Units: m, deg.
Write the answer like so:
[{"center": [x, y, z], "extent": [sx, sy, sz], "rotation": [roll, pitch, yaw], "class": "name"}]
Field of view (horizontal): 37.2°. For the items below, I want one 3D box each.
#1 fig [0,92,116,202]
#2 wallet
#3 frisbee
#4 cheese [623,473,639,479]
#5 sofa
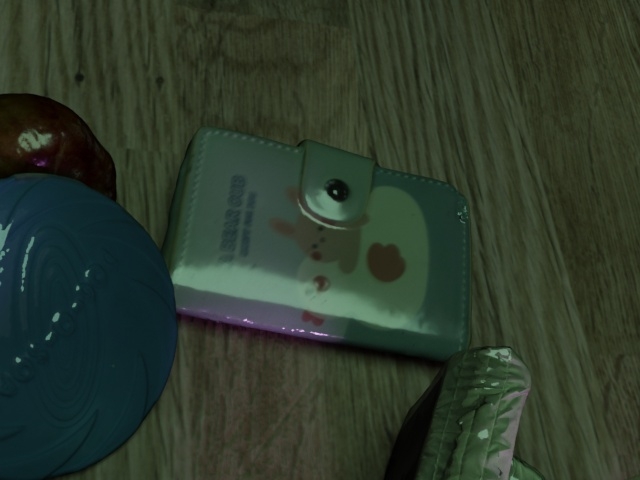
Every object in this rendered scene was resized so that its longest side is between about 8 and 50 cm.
[{"center": [-0.337, -0.099, 1.011], "extent": [0.274, 0.170, 0.145], "rotation": [34, 79, 35], "class": "fig"}, {"center": [0.000, 0.000, 1.099], "extent": [0.360, 0.083, 0.252], "rotation": [13, 60, -12], "class": "wallet"}, {"center": [-0.253, 0.081, 0.881], "extent": [0.289, 0.049, 0.289], "rotation": [2, 87, -38], "class": "frisbee"}, {"center": [0.326, 0.366, 0.820], "extent": [0.153, 0.292, 0.332], "rotation": [53, 44, -25], "class": "cheese"}, {"center": [0.158, 0.247, 0.905], "extent": [0.176, 0.225, 0.210], "rotation": [23, 51, 0], "class": "sofa"}]
